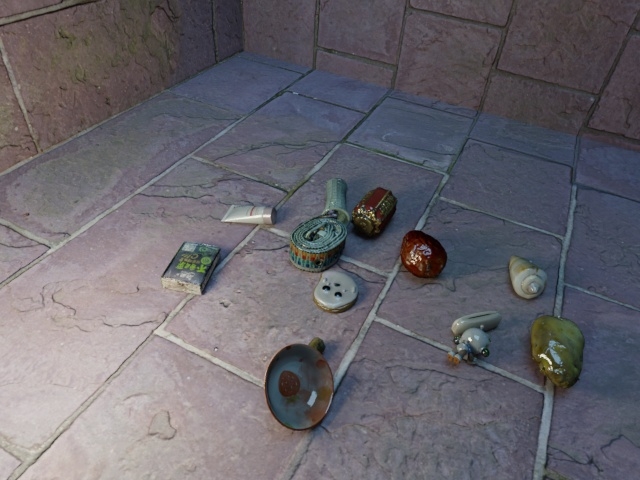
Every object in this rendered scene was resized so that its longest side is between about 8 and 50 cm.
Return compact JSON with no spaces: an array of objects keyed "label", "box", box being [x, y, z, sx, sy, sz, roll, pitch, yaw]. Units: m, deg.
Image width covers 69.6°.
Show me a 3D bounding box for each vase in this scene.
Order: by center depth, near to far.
[{"label":"vase","box":[0.076,-0.185,2.237,0.143,0.143,0.299,5,39,0]}]

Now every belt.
[{"label":"belt","box":[0.000,0.000,1.996,0.294,0.161,0.206,-28,51,-31]}]

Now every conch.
[{"label":"conch","box":[0.878,0.133,1.957,0.158,0.127,0.255,1,41,-3]}]

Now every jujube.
[{"label":"jujube","box":[0.434,0.051,1.990,0.189,0.190,0.255,-1,25,-6]}]

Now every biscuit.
[{"label":"biscuit","box":[0.063,0.202,1.860,0.180,0.049,0.208,17,41,14]}]

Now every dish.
[{"label":"dish","box":[-0.085,0.464,1.465,0.260,0.085,0.261,14,65,-33]}]

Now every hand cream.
[{"label":"hand cream","box":[-0.333,-0.126,2.180,0.247,0.083,0.133,4,38,13]}]

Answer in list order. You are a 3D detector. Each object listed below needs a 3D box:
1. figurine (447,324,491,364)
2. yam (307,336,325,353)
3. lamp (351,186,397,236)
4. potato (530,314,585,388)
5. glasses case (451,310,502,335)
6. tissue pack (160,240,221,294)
[{"label":"figurine","box":[0.539,0.386,1.669,0.197,0.094,0.147,-36,33,-27]},{"label":"yam","box":[-0.074,0.431,1.577,0.061,0.061,0.253,27,47,23]},{"label":"lamp","box":[0.257,-0.138,2.181,0.177,0.177,0.274,22,42,19]},{"label":"potato","box":[0.847,0.393,1.651,0.191,0.141,0.296,27,42,0]},{"label":"glasses case","box":[0.597,0.316,1.759,0.204,0.081,0.051,-7,41,-15]},{"label":"tissue pack","box":[-0.526,0.107,1.889,0.173,0.073,0.236,9,42,5]}]
